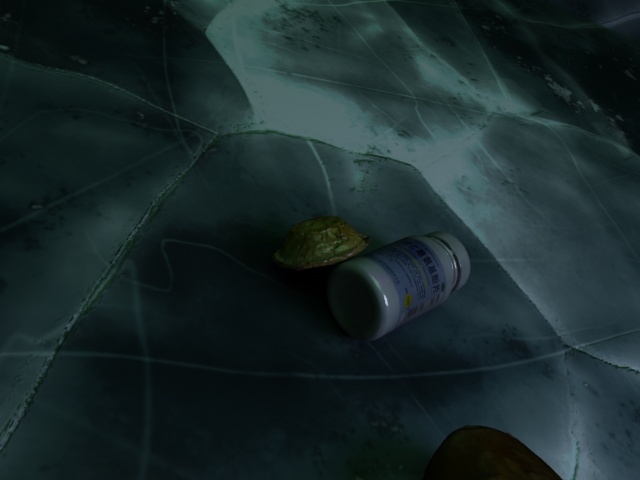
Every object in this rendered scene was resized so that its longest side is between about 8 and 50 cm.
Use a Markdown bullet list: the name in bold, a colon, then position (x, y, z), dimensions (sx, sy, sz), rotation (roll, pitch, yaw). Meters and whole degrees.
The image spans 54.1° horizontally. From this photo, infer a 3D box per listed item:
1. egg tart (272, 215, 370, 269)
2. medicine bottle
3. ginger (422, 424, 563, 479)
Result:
- **egg tart**: position (0.000, 0.000, 0.801), dimensions (0.129, 0.129, 0.049), rotation (-22, 106, -41)
- **medicine bottle**: position (0.106, 0.053, 0.815), dimensions (0.186, 0.103, 0.103), rotation (-19, 61, -39)
- **ginger**: position (0.183, 0.320, 0.562), dimensions (0.165, 0.172, 0.321), rotation (-21, 56, 6)
